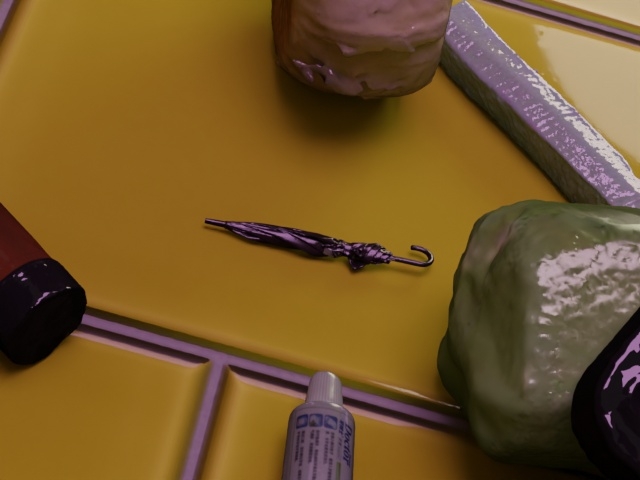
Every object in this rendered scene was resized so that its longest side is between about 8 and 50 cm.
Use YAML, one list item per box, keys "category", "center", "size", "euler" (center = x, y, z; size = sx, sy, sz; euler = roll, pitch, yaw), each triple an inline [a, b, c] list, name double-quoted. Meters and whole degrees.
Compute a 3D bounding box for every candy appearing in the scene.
- category: "candy"
  center: [0.228, 0.058, 0.932]
  size: [0.344, 0.142, 0.132]
  euler: [7, 75, -10]

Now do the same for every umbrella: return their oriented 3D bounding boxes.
- category: "umbrella"
  center: [0.000, 0.002, 0.985]
  size: [0.122, 0.013, 0.022]
  euler: [8, 35, -9]

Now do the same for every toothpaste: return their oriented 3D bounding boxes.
- category: "toothpaste"
  center: [-0.004, 0.140, 0.850]
  size: [0.048, 0.029, 0.197]
  euler: [9, 50, -5]

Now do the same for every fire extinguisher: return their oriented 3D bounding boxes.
- category: "fire extinguisher"
  center: [-0.187, -0.014, 0.920]
  size: [0.062, 0.050, 0.177]
  euler: [-40, 66, -16]

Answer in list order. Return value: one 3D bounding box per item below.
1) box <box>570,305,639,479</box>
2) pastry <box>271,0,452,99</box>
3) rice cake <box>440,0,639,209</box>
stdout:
- category: "box"
  center: [0.294, 0.118, 0.826]
  size: [0.350, 0.058, 0.211]
  euler: [42, 75, 0]
- category: "pastry"
  center: [0.018, -0.153, 1.039]
  size: [0.088, 0.166, 0.165]
  euler: [-3, 50, -12]
- category: "rice cake"
  center: [0.127, -0.069, 1.076]
  size: [0.042, 0.030, 0.180]
  euler: [-26, 61, -28]
